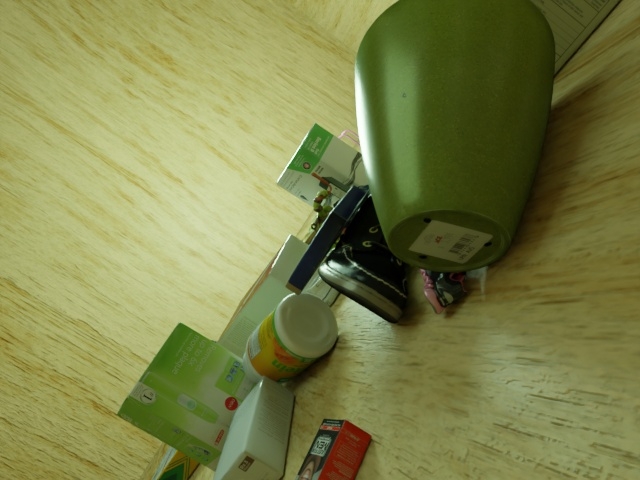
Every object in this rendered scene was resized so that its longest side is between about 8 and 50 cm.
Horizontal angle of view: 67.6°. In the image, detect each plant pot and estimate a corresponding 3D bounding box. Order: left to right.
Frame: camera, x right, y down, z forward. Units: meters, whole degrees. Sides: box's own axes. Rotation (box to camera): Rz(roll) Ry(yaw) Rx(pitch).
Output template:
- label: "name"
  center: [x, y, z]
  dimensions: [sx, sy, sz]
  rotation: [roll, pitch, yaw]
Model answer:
- label: "plant pot"
  center: [0.165, -0.119, 0.613]
  dimensions: [0.275, 0.275, 0.293]
  rotation: [-46, 28, 53]

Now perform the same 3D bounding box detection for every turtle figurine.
- label: "turtle figurine"
  center: [0.015, -0.041, 1.344]
  dimensions: [0.087, 0.269, 0.217]
  rotation: [-15, 43, 11]

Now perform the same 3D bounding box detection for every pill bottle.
- label: "pill bottle"
  center: [-0.078, 0.223, 1.021]
  dimensions: [0.245, 0.136, 0.136]
  rotation: [-49, 10, 45]

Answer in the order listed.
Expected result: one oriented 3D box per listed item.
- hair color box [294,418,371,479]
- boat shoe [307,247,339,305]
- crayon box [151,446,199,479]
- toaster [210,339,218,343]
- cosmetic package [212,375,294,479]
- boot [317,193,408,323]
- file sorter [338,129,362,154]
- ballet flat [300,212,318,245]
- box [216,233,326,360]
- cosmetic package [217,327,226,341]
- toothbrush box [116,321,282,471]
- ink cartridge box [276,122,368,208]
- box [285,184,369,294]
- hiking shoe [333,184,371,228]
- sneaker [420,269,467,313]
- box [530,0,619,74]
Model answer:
- label: "hair color box"
  center: [0.002, 0.289, 0.572]
  dimensions: [0.141, 0.043, 0.072]
  rotation: [-60, 9, -28]
- label: "boat shoe"
  center: [0.048, 0.053, 1.196]
  dimensions: [0.226, 0.076, 0.083]
  rotation: [-58, 8, -20]
- label: "crayon box"
  center: [-0.422, 0.665, 1.539]
  dimensions: [0.322, 0.083, 0.203]
  rotation: [-56, 7, 8]
- label: "toaster"
  center: [-0.354, 0.441, 1.686]
  dimensions: [0.146, 0.129, 0.227]
  rotation: [-61, -28, 3]
- label: "cosmetic package"
  center: [-0.118, 0.365, 0.875]
  dimensions: [0.117, 0.086, 0.231]
  rotation: [-54, 9, 15]
- label: "boot"
  center: [0.130, -0.028, 0.820]
  dimensions: [0.284, 0.138, 0.377]
  rotation: [-55, 2, 5]
- label: "file sorter"
  center: [0.107, -0.332, 2.112]
  dimensions: [0.202, 0.182, 0.290]
  rotation: [-51, 9, 36]
- label: "ballet flat"
  center: [0.000, 0.000, 1.688]
  dimensions: [0.348, 0.123, 0.123]
  rotation: [-49, 10, 39]
- label: "box"
  center: [-0.131, 0.189, 1.401]
  dimensions: [0.345, 0.168, 0.215]
  rotation: [-51, 9, 33]
- label: "cosmetic package"
  center: [-0.252, 0.342, 1.578]
  dimensions: [0.151, 0.151, 0.183]
  rotation: [-54, 7, 24]
- label: "toothbrush box"
  center: [-0.260, 0.352, 1.063]
  dimensions: [0.122, 0.283, 0.206]
  rotation: [-48, 10, 43]
- label: "ink cartridge box"
  center: [0.043, -0.184, 1.452]
  dimensions: [0.211, 0.289, 0.121]
  rotation: [-46, 15, 55]
- label: "box"
  center: [0.019, -0.015, 0.874]
  dimensions: [0.225, 0.037, 0.136]
  rotation: [-56, -2, 31]
- label: "hiking shoe"
  center: [0.136, -0.105, 1.194]
  dimensions: [0.132, 0.113, 0.304]
  rotation: [-35, 13, -16]
- label: "sneaker"
  center: [0.164, 0.049, 0.624]
  dimensions: [0.057, 0.047, 0.119]
  rotation: [-33, 17, 19]
- label: "box"
  center: [0.318, -0.317, 0.803]
  dimensions: [0.311, 0.148, 0.121]
  rotation: [-51, 8, 24]
